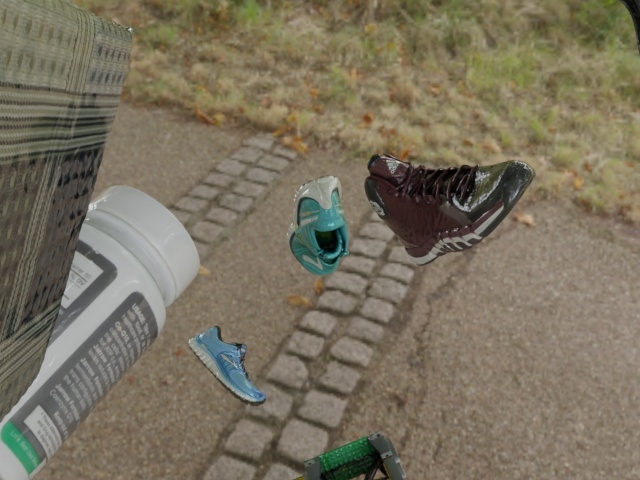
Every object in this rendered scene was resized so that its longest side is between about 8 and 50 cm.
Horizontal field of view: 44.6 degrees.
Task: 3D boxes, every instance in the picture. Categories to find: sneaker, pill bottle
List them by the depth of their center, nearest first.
[{"bbox_3d":[-0.322,0.106,0.960,0.204,0.204,0.361,15,48,31],"label":"pill bottle"},{"bbox_3d":[0.139,-0.065,1.008,0.106,0.162,0.281,-51,5,-28],"label":"sneaker"},{"bbox_3d":[-0.142,0.202,1.274,0.073,0.063,0.162,-42,74,-13],"label":"sneaker"},{"bbox_3d":[0.000,0.000,1.369,0.107,0.275,0.110,-17,63,-7],"label":"sneaker"}]

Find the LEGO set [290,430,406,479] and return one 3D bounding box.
[{"bbox_3d":[0.008,0.373,0.821,0.331,0.255,0.192,-14,24,-6],"label":"LEGO set"}]

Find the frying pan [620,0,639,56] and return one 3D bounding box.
[{"bbox_3d":[0.260,-0.276,0.715,0.053,0.326,0.197,-5,12,3],"label":"frying pan"}]

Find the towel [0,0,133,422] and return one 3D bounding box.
[{"bbox_3d":[-0.208,-0.007,0.482,0.056,0.312,0.324,18,8,-4],"label":"towel"}]
